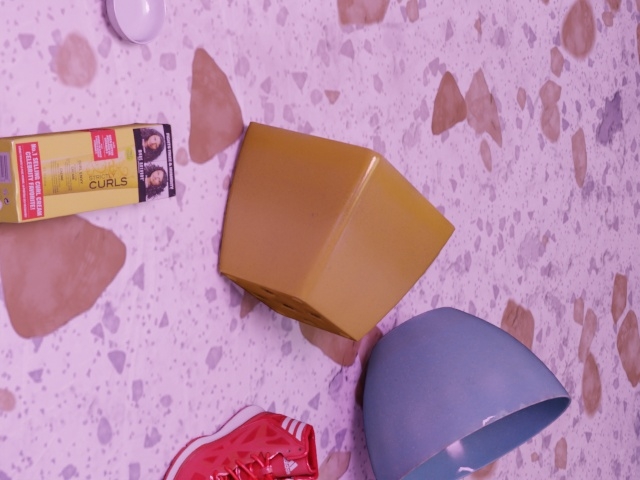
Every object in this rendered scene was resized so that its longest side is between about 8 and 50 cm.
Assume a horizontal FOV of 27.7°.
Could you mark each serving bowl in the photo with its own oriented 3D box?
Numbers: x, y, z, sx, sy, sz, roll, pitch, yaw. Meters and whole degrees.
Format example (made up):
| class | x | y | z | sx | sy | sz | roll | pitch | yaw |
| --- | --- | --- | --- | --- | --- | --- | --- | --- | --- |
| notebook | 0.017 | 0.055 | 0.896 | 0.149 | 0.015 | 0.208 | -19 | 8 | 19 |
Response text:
| class | x | y | z | sx | sy | sz | roll | pitch | yaw |
| --- | --- | --- | --- | --- | --- | --- | --- | --- | --- |
| serving bowl | -0.207 | -0.256 | 1.425 | 0.083 | 0.027 | 0.083 | -2 | 92 | -54 |

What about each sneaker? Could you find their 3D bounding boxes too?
| class | x | y | z | sx | sy | sz | roll | pitch | yaw |
| --- | --- | --- | --- | --- | --- | --- | --- | --- | --- |
| sneaker | -0.084 | 0.268 | 1.530 | 0.221 | 0.128 | 0.087 | -44 | 126 | -45 |

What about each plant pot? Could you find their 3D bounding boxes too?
| class | x | y | z | sx | sy | sz | roll | pitch | yaw |
| --- | --- | --- | --- | --- | --- | --- | --- | --- | --- |
| plant pot | 0.173 | 0.209 | 1.809 | 0.290 | 0.290 | 0.195 | 3 | 53 | -55 |
| plant pot | 0.000 | 0.000 | 1.594 | 0.212 | 0.212 | 0.187 | 40 | 73 | -48 |

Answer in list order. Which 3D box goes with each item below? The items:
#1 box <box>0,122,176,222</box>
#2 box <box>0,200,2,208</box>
| class | x | y | z | sx | sy | sz | roll | pitch | yaw |
| --- | --- | --- | --- | --- | --- | --- | --- | --- | --- |
| box | -0.248 | -0.073 | 1.346 | 0.232 | 0.058 | 0.087 | -12 | 102 | -54 |
| box | -0.370 | -0.054 | 1.007 | 0.127 | 0.149 | 0.232 | -60 | 165 | -19 |
